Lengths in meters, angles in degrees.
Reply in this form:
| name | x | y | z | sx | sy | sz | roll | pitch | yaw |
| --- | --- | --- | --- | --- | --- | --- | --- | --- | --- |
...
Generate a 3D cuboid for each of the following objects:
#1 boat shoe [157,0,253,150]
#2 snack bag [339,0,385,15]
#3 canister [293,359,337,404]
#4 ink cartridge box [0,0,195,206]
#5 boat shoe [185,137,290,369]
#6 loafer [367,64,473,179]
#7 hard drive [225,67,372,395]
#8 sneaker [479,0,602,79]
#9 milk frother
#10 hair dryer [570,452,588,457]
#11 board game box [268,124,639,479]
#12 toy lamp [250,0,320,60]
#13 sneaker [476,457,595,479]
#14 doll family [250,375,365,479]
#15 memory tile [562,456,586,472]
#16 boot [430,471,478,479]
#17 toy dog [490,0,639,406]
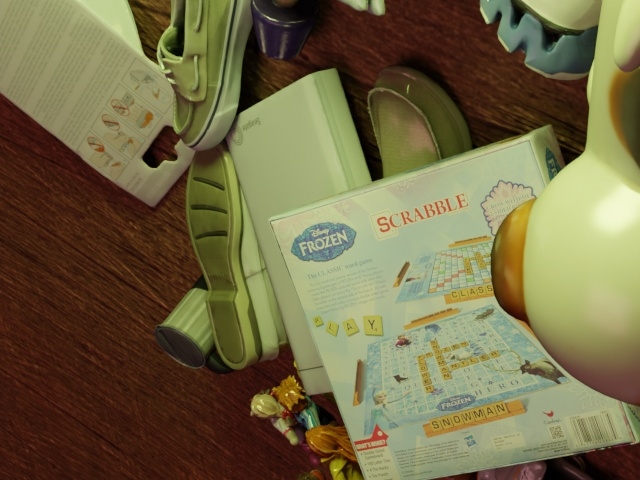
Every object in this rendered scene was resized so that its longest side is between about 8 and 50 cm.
| name | x | y | z | sx | sy | sz | roll | pitch | yaw |
| --- | --- | --- | --- | --- | --- | --- | --- | --- | --- |
| boat shoe | -0.144 | -0.225 | 1.601 | 0.302 | 0.094 | 0.109 | 107 | 148 | -45 |
| snack bag | -0.045 | -0.381 | 1.243 | 0.342 | 0.037 | 0.323 | -142 | 35 | -61 |
| canister | 0.027 | 0.121 | 1.755 | 0.126 | 0.073 | 0.170 | 32 | 140 | 31 |
| ink cartridge box | -0.312 | -0.243 | 1.859 | 0.385 | 0.091 | 0.308 | 38 | 147 | -7 |
| boat shoe | -0.096 | 0.009 | 1.775 | 0.113 | 0.103 | 0.302 | 12 | 112 | 51 |
| loafer | 0.110 | -0.058 | 1.471 | 0.102 | 0.092 | 0.268 | 5 | 124 | 48 |
| hard drive | 0.000 | 0.000 | 1.601 | 0.233 | 0.047 | 0.353 | -19 | 88 | 59 |
| sneaker | 0.164 | -0.306 | 1.170 | 0.315 | 0.127 | 0.182 | 45 | 138 | 8 |
| milk frother | -0.131 | 0.100 | 1.867 | 0.129 | 0.134 | 0.143 | 35 | 147 | 1 |
| hair dryer | 0.205 | 0.097 | 1.463 | 0.224 | 0.080 | 0.293 | 17 | 120 | 18 |
| board game box | 0.139 | 0.078 | 1.406 | 0.319 | 0.066 | 0.318 | -16 | 97 | 32 |
| toy lamp | -0.027 | -0.306 | 1.430 | 0.080 | 0.080 | 0.274 | 38 | 141 | 22 |
| sneaker | 0.301 | 0.340 | 1.592 | 0.262 | 0.099 | 0.121 | 46 | 142 | -4 |
| doll family | 0.004 | 0.253 | 1.759 | 0.163 | 0.118 | 0.263 | 45 | -174 | -38 |
| memory tile | 0.250 | 0.250 | 1.656 | 0.113 | 0.012 | 0.148 | 52 | 147 | 2 |
| boot | 0.146 | 0.267 | 1.693 | 0.220 | 0.109 | 0.283 | 48 | 154 | 18 |
| toy dog | 0.290 | -0.063 | 0.951 | 0.285 | 0.395 | 0.407 | 29 | 122 | 18 |
